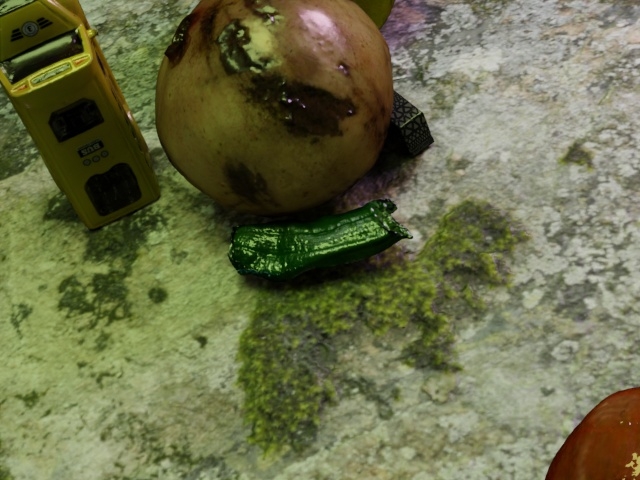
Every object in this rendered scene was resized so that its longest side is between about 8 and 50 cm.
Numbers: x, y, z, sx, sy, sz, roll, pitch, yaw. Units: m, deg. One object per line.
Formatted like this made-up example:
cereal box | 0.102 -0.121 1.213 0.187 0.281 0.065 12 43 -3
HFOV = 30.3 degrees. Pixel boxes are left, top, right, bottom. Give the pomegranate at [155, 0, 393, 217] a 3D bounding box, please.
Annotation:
pomegranate | -0.060 -0.178 1.444 0.322 0.322 0.322 -12 42 11

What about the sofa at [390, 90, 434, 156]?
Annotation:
sofa | 0.095 -0.161 1.529 0.039 0.060 0.118 -36 44 -6

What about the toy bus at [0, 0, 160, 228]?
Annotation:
toy bus | -0.322 -0.179 1.516 0.145 0.331 0.151 -26 45 -5

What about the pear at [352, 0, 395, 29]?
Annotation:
pear | -0.004 -0.430 1.688 0.294 0.294 0.294 -12 42 11

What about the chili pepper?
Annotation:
chili pepper | 0.001 0.002 1.394 0.224 0.061 0.098 -8 38 13

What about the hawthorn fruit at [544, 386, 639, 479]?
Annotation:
hawthorn fruit | 0.269 0.263 0.911 0.211 0.211 0.299 1 58 23
